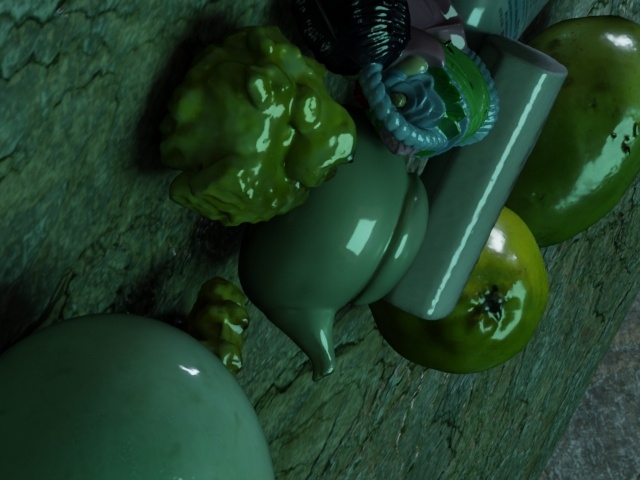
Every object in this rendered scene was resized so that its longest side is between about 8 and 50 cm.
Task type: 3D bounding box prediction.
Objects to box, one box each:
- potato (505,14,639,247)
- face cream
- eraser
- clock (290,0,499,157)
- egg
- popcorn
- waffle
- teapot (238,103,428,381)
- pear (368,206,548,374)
[{"bbox_3d":[0.295,-0.132,2.124,0.304,0.216,0.216,-53,161,5],"label":"potato"},{"bbox_3d":[0.161,-0.233,1.837,0.336,0.080,0.163,-51,157,-26],"label":"face cream"},{"bbox_3d":[0.147,-0.065,1.758,0.270,0.095,0.174,-64,176,13],"label":"eraser"},{"bbox_3d":[0.065,-0.164,1.555,0.100,0.194,0.195,-33,166,25],"label":"clock"},{"bbox_3d":[-0.174,0.230,1.347,0.276,0.276,0.389,-34,144,-52],"label":"egg"},{"bbox_3d":[-0.058,-0.095,1.430,0.173,0.142,0.173,-25,147,-18],"label":"popcorn"},{"bbox_3d":[-0.115,0.146,1.596,0.253,0.056,0.249,-103,-152,-79],"label":"waffle"},{"bbox_3d":[0.018,-0.033,1.669,0.220,0.149,0.318,-60,-171,25],"label":"teapot"},{"bbox_3d":[0.151,0.046,1.994,0.212,0.212,0.269,-63,-166,4],"label":"pear"}]
